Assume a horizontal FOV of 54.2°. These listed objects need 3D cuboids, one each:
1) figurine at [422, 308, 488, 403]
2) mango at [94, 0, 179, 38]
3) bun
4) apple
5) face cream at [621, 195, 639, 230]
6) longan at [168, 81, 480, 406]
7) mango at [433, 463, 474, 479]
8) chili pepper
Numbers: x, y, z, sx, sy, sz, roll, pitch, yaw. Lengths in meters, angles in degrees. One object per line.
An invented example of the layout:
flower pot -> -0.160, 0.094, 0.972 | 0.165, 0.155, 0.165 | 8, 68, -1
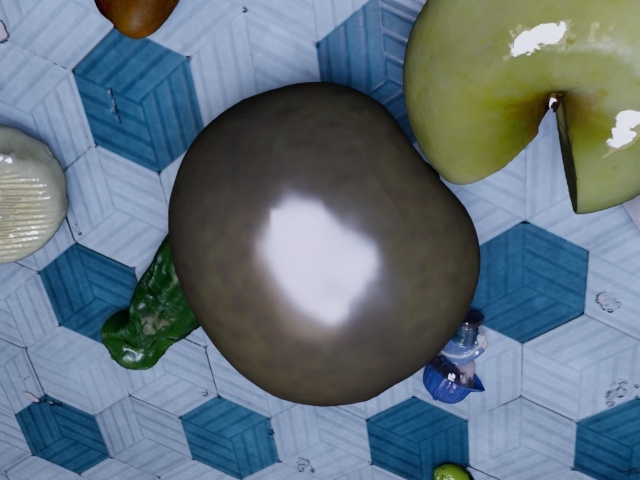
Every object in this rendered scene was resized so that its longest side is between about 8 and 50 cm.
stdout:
figurine -> 0.201, 0.172, 0.917 | 0.086, 0.087, 0.149 | 29, 127, 38
mango -> -0.206, -0.359, 0.680 | 0.133, 0.111, 0.267 | 11, 122, 23
bun -> -0.463, -0.074, 0.881 | 0.223, 0.127, 0.222 | -12, 132, -14
apple -> 0.227, -0.170, 0.614 | 0.292, 0.254, 0.291 | 9, 134, 9
face cream -> 0.489, -0.091, 0.718 | 0.269, 0.082, 0.082 | -35, 107, 25
longan -> 0.000, 0.000, 0.714 | 0.362, 0.361, 0.360 | 4, 119, 8
mango -> 0.231, 0.450, 1.059 | 0.091, 0.074, 0.165 | -16, 114, 20
chili pepper -> -0.239, 0.105, 0.948 | 0.136, 0.099, 0.270 | 29, 116, -34
